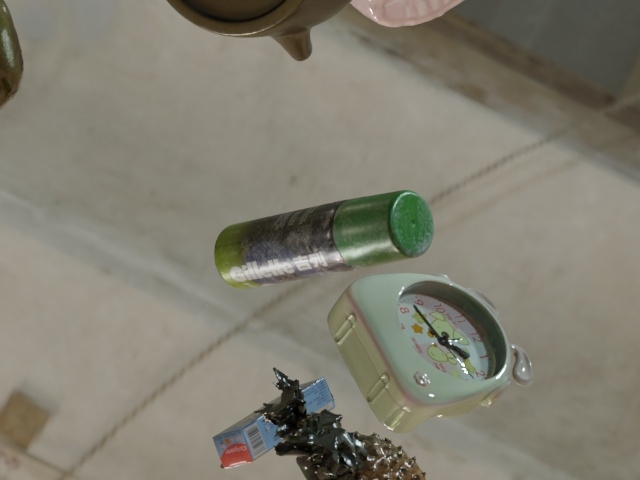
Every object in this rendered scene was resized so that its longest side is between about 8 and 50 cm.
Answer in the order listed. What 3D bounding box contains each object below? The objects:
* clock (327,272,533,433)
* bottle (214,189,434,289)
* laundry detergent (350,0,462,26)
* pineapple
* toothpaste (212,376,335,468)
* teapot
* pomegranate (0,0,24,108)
[{"bbox_3d":[0.112,0.103,1.553,0.062,0.191,0.151,-55,-128,39],"label":"clock"},{"bbox_3d":[0.000,0.000,2.122,0.330,0.093,0.093,-11,-136,45],"label":"bottle"},{"bbox_3d":[0.041,-0.361,1.776,0.088,0.159,0.335,86,-22,-46],"label":"laundry detergent"},{"bbox_3d":[0.022,0.241,1.817,0.125,0.251,0.125,-23,-136,24],"label":"pineapple"},{"bbox_3d":[-0.063,0.226,2.023,0.070,0.044,0.193,-19,-176,35],"label":"toothpaste"},{"bbox_3d":[-0.033,-0.279,1.352,0.175,0.185,0.268,-25,119,-60],"label":"teapot"},{"bbox_3d":[-0.435,-0.212,1.853,0.198,0.198,0.246,-64,-167,2],"label":"pomegranate"}]
